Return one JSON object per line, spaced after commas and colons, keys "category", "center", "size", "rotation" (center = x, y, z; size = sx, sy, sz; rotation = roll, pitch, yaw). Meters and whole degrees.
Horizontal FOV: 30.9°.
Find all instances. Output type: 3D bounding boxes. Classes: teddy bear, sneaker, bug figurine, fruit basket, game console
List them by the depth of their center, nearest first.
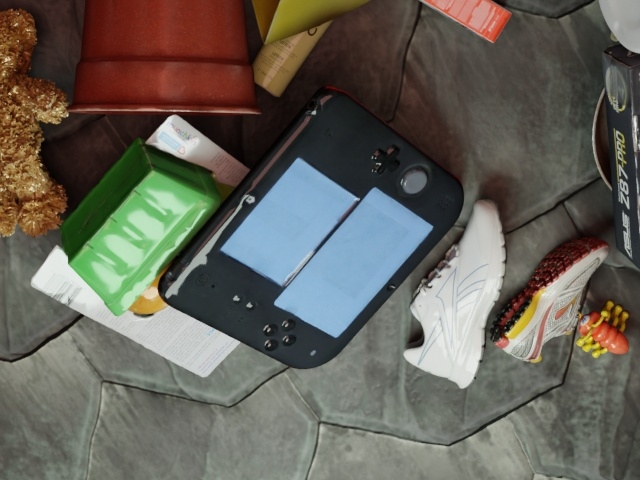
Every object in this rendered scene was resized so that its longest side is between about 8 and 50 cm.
{"category": "game console", "center": [0.000, 0.000, 1.671], "size": [0.386, 0.060, 0.342], "rotation": [-49, 135, 10]}
{"category": "teddy bear", "center": [-0.468, -0.163, 1.680], "size": [0.245, 0.113, 0.338], "rotation": [19, 114, 33]}
{"category": "fruit basket", "center": [-0.196, 0.017, 1.719], "size": [0.327, 0.165, 0.353], "rotation": [-48, 132, 12]}
{"category": "sneaker", "center": [0.206, 0.078, 1.753], "size": [0.129, 0.111, 0.297], "rotation": [14, 102, 4]}
{"category": "sneaker", "center": [0.360, 0.088, 1.761], "size": [0.092, 0.088, 0.225], "rotation": [38, 100, -15]}
{"category": "bug figurine", "center": [0.526, 0.090, 1.764], "size": [0.216, 0.072, 0.279], "rotation": [31, 102, -6]}

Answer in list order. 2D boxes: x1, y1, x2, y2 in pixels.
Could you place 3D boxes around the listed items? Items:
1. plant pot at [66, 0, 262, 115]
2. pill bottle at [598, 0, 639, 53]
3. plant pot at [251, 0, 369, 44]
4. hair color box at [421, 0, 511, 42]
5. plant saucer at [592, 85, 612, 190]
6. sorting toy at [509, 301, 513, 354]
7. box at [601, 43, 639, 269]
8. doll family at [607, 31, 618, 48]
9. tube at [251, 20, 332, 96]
{"category": "plant pot", "center": [-0.213, -0.308, 1.602], "size": [0.272, 0.272, 0.265], "rotation": [1, 95, 1]}
{"category": "pill bottle", "center": [0.520, -0.354, 1.504], "size": [0.283, 0.160, 0.160], "rotation": [-18, 103, -12]}
{"category": "plant pot", "center": [0.002, -0.415, 1.572], "size": [0.187, 0.212, 0.212], "rotation": [-11, 79, -14]}
{"category": "hair color box", "center": [0.184, -0.347, 1.656], "size": [0.167, 0.093, 0.053], "rotation": [31, 102, -5]}
{"category": "plant saucer", "center": [0.527, -0.188, 1.667], "size": [0.310, 0.050, 0.311], "rotation": [-7, 119, -12]}
{"category": "sorting toy", "center": [0.318, 0.141, 1.810], "size": [0.062, 0.012, 0.083], "rotation": [9, 103, -1]}
{"category": "box", "center": [0.601, -0.155, 1.619], "size": [0.394, 0.097, 0.318], "rotation": [-16, 119, -7]}
{"category": "doll family", "center": [0.485, -0.287, 1.673], "size": [0.111, 0.076, 0.193], "rotation": [8, 112, -24]}
{"category": "tube", "center": [-0.023, -0.325, 1.685], "size": [0.070, 0.062, 0.240], "rotation": [29, 98, -38]}
